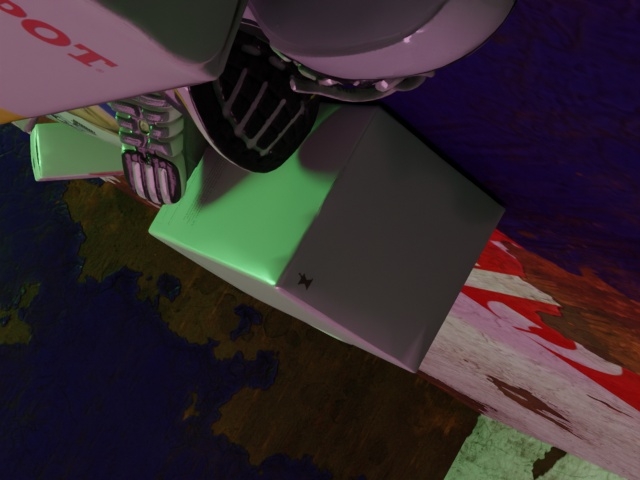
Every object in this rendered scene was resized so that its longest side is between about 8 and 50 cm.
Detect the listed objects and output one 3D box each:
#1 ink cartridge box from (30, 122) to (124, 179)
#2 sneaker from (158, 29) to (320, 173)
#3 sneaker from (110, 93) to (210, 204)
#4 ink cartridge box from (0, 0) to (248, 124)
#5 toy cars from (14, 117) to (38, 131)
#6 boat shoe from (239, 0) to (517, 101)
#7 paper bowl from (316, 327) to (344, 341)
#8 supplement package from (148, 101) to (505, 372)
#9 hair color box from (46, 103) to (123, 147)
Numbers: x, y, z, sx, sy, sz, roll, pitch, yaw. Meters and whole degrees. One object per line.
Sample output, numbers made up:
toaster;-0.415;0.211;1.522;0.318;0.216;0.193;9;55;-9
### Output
ink cartridge box;-0.405;-0.150;1.694;0.158;0.092;0.218;-5;-175;-17
sneaker;-0.111;-0.164;0.782;0.300;0.111;0.121;44;175;-41
sneaker;-0.138;-0.156;0.943;0.086;0.132;0.229;19;134;13
ink cartridge box;-0.238;-0.179;0.464;0.384;0.160;0.279;-1;157;44
toy cars;-0.337;-0.239;0.835;0.393;0.087;0.176;38;162;27
boat shoe;0.014;-0.121;0.490;0.105;0.113;0.306;27;178;-31
paper bowl;-0.038;0.024;1.475;0.284;0.148;0.284;29;172;5
supplement package;-0.005;-0.018;0.966;0.175;0.178;0.293;34;172;-30
hair color box;-0.279;-0.198;1.117;0.338;0.110;0.185;21;167;43
